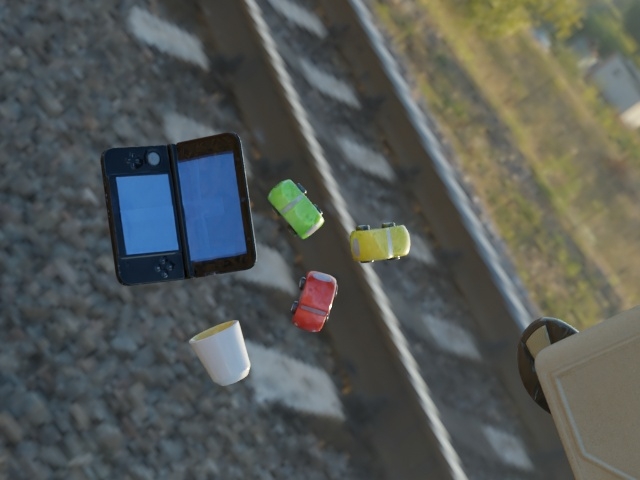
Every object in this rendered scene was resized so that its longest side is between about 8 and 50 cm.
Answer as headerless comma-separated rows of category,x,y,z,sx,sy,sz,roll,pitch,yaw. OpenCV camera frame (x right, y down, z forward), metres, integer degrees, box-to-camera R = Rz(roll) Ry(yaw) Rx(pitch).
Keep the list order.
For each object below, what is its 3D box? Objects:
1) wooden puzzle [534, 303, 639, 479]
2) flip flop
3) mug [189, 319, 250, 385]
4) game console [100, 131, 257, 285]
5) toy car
wooden puzzle,0.342,0.175,1.408,0.044,0.221,0.238,22,47,-53
flip flop,0.371,0.200,1.950,0.277,0.112,0.080,36,19,-19
mug,-0.110,0.132,1.688,0.064,0.062,0.078,67,23,-6
game console,-0.146,-0.033,1.465,0.124,0.085,0.144,-6,86,-35
toy car,0.000,0.000,2.289,0.225,0.239,0.053,50,-3,-6
